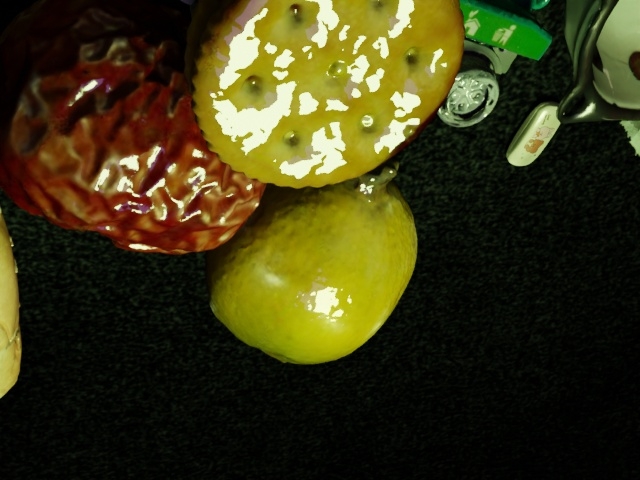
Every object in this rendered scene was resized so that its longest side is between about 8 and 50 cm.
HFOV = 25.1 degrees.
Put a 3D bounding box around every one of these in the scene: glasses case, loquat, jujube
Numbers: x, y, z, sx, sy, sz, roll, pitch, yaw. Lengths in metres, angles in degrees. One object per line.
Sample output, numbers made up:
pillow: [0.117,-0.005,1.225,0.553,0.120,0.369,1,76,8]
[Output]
glasses case: [0.219,-0.109,1.467,0.032,0.021,0.083,7,134,-26]
loquat: [0.000,0.000,1.370,0.213,0.213,0.246,12,135,-32]
jujube: [-0.158,-0.096,1.187,0.232,0.213,0.213,17,129,-35]

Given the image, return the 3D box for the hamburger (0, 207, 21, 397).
hamburger: [-0.347,0.012,1.223,0.146,0.243,0.286,-21,103,-26]

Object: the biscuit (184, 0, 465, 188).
biscuit: [0.006,-0.137,1.059,0.220,0.066,0.220,-11,132,-13]

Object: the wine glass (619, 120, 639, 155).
wine glass: [0.411,-0.133,1.444,0.204,0.111,0.111,-27,140,6]

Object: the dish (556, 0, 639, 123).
dish: [0.318,-0.238,1.263,0.303,0.120,0.303,-19,147,-13]

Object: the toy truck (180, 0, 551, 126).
toy truck: [0.039,-0.228,1.158,0.363,0.176,0.178,10,124,-31]
